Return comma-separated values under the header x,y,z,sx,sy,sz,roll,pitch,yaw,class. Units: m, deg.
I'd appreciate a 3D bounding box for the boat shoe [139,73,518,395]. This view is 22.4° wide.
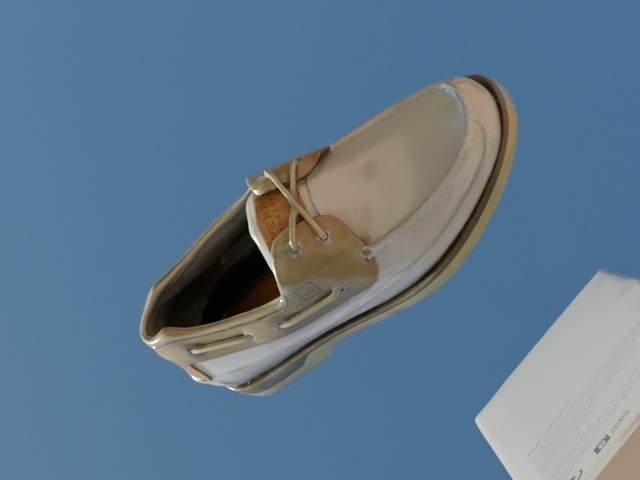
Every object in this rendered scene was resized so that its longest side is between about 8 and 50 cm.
x,y,z,sx,sy,sz,roll,pitch,yaw,class
0.000,0.000,1.046,0.103,0.302,0.113,17,-140,-39,boat shoe

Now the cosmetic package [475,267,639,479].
x,y,z,sx,sy,sz,roll,pitch,yaw,class
0.235,0.142,0.970,0.217,0.385,0.156,38,-87,-3,cosmetic package
